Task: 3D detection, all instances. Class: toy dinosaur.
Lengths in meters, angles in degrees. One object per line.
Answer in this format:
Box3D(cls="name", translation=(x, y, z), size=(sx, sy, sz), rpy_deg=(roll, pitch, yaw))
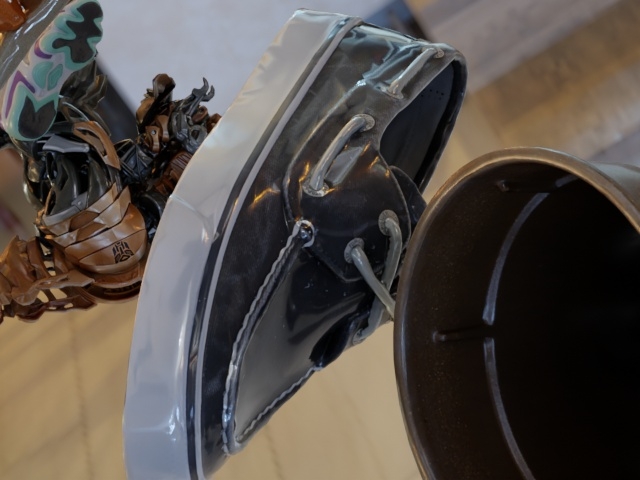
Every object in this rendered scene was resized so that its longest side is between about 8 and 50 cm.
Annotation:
Box3D(cls="toy dinosaur", translation=(-0.145, -0.036, 1.210), size=(0.322, 0.218, 0.164), rpy_deg=(-18, -22, -33))

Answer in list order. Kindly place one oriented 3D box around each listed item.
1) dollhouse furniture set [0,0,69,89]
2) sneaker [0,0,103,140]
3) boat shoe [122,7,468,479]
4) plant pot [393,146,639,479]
Box3D(cls="dollhouse furniture set", translation=(-0.253, -0.236, 1.000), size=(0.135, 0.262, 0.259), rpy_deg=(-48, 32, 7))
Box3D(cls="sneaker", translation=(-0.179, -0.113, 1.138), size=(0.069, 0.038, 0.098), rpy_deg=(23, 77, 42))
Box3D(cls="boat shoe", translation=(0.000, 0.000, 0.822), size=(0.102, 0.108, 0.301), rpy_deg=(10, 38, 13))
Box3D(cls="plant pot", translation=(0.142, 0.041, 0.709), size=(0.165, 0.167, 0.167), rpy_deg=(-7, 11, -35))
